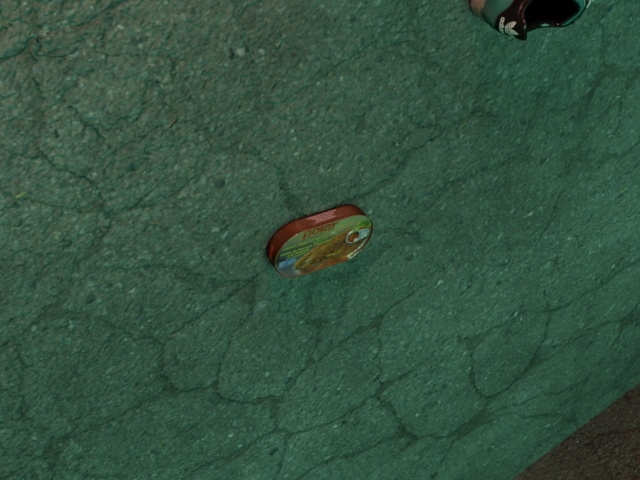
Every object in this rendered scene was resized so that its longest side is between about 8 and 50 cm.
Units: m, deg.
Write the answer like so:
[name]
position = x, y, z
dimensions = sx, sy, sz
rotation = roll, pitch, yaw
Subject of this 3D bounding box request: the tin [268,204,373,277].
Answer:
[tin]
position = 0.000, 0.000, 1.780
dimensions = 0.190, 0.040, 0.106
rotation = -17, 143, -26

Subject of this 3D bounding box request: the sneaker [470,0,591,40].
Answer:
[sneaker]
position = 0.381, -0.388, 1.613
dimensions = 0.302, 0.121, 0.108
rotation = -31, 143, -10
